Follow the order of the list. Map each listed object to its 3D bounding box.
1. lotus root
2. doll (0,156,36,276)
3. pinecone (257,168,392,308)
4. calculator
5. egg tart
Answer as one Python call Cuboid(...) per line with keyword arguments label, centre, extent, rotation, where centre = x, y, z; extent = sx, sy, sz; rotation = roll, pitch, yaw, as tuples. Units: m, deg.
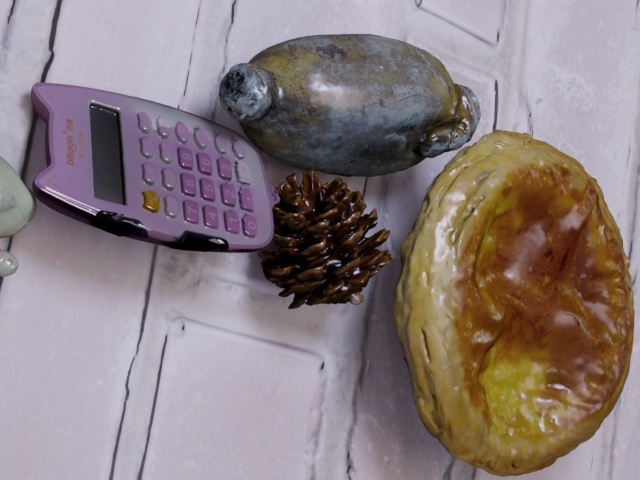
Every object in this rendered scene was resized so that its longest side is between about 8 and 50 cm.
Cuboid(label="lotus root", centre=(0.023, -0.165, 1.559), extent=(0.349, 0.175, 0.175), rotation=(3, 83, -34))
Cuboid(label="doll", centre=(-0.383, 0.000, 1.248), extent=(0.275, 0.113, 0.155), rotation=(-42, 113, -35))
Cuboid(label="pinecone", centre=(0.000, 0.000, 1.524), extent=(0.174, 0.173, 0.173), rotation=(5, 81, -38))
Cuboid(label="calculator", centre=(-0.176, -0.072, 1.411), extent=(0.294, 0.043, 0.194), rotation=(13, 46, -28))
Cuboid(label="egg tart", centre=(0.231, 0.078, 1.676), extent=(0.443, 0.178, 0.443), rotation=(2, 87, -41))
